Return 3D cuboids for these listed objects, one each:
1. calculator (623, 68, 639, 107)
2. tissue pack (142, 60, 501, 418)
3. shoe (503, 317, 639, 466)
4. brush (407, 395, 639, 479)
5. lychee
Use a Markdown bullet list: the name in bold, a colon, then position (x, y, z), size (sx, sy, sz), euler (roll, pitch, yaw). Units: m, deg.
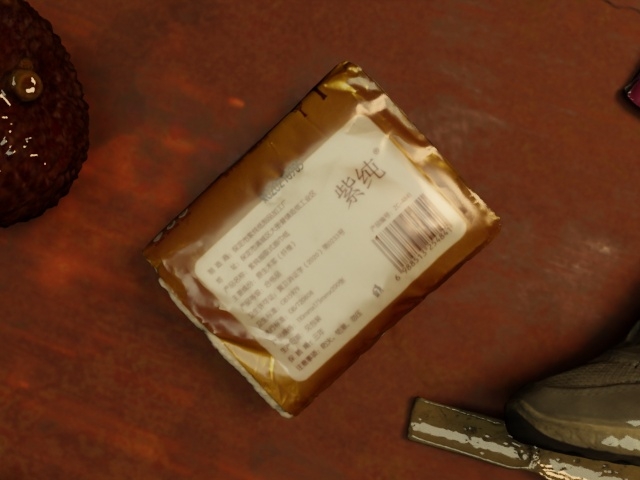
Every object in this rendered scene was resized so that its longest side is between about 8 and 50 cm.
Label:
- **calculator**: position (0.350, -0.164, 0.507), size (0.126, 0.034, 0.191), euler (33, 97, 4)
- **tissue pack**: position (0.000, 0.000, 0.505), size (0.226, 0.092, 0.183), euler (-43, 88, 4)
- **shoe**: position (0.296, 0.066, 0.467), size (0.336, 0.132, 0.171), euler (-6, 78, -5)
- **brush**: position (0.195, 0.181, 0.525), size (0.247, 0.036, 0.043), euler (13, 87, 10)
- **lychee**: position (-0.274, -0.095, 0.478), size (0.194, 0.194, 0.195), euler (0, 90, 3)
